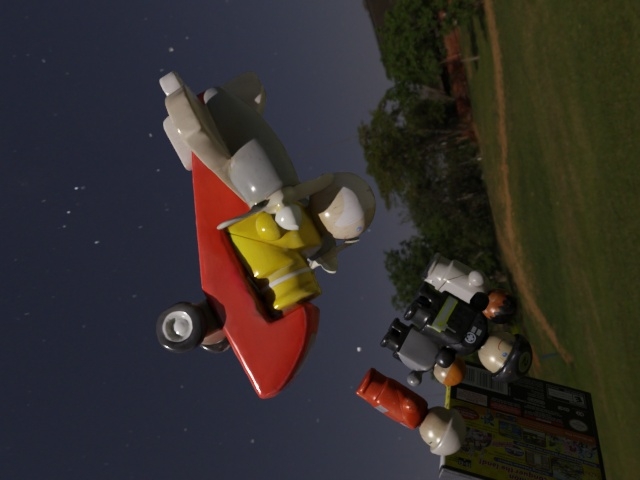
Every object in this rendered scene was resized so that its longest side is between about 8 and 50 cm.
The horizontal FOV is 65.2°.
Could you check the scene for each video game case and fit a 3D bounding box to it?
[{"bbox_3d":[0.365,0.351,0.916,0.248,0.275,0.035,-66,-15,-50],"label":"video game case"}]

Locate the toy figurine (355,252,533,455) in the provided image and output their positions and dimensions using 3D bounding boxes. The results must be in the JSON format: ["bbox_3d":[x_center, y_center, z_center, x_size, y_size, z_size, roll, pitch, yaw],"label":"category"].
[{"bbox_3d":[0.166,0.141,0.657,0.213,0.148,0.209,-64,-10,23],"label":"toy figurine"}]

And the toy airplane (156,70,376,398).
[{"bbox_3d":[-0.067,-0.052,0.654,0.386,0.273,0.384,-87,-15,-59],"label":"toy airplane"}]
